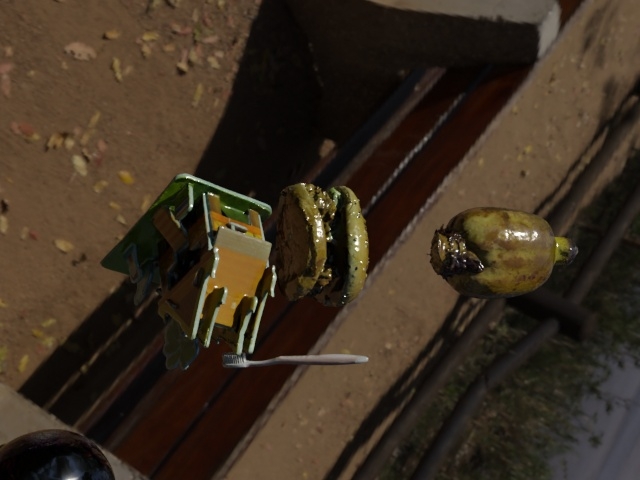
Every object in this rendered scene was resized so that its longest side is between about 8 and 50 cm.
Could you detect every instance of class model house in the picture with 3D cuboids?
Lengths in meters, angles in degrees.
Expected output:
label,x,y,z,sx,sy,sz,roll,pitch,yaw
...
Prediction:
label,x,y,z,sx,sy,sz,roll,pitch,yaw
model house,-0.264,0.106,1.625,0.242,0.313,0.357,23,132,-36

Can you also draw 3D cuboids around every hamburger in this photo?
label,x,y,z,sx,sy,sz,roll,pitch,yaw
hamburger,0.000,0.000,1.176,0.113,0.185,0.177,-2,127,-12

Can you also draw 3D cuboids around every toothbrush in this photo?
label,x,y,z,sx,sy,sz,roll,pitch,yaw
toothbrush,-0.055,0.228,1.597,0.025,0.307,0.030,-42,125,-64

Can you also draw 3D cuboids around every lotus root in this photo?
label,x,y,z,sx,sy,sz,roll,pitch,yaw
lotus root,0.327,0.023,1.508,0.314,0.141,0.169,2,107,-20

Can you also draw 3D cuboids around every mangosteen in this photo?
label,x,y,z,sx,sy,sz,roll,pitch,yaw
mangosteen,-0.288,0.253,0.867,0.137,0.151,0.137,-12,116,-26
